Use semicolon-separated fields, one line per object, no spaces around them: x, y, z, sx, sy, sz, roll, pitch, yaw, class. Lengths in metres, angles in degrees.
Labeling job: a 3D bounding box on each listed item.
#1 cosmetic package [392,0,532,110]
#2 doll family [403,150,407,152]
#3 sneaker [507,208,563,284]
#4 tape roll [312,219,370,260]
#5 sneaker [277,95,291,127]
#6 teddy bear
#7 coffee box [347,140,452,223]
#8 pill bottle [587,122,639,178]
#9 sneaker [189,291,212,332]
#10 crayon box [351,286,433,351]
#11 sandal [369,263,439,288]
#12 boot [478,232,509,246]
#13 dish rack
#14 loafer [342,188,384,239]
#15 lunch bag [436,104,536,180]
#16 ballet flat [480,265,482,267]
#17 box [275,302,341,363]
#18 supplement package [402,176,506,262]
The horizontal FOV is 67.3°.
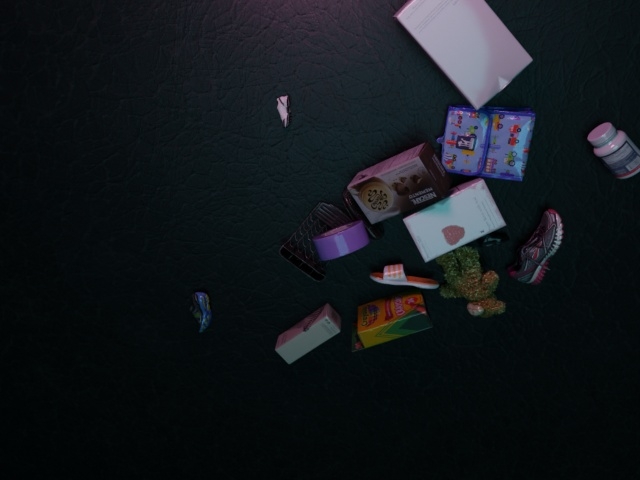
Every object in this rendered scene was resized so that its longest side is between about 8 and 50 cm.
0.431;-0.617;1.475;0.217;0.156;0.385;-40;106;19;cosmetic package
0.356;-0.235;1.689;0.111;0.076;0.193;-40;108;16;doll family
0.783;0.027;1.744;0.112;0.121;0.299;13;114;1;sneaker
0.072;-0.001;1.680;0.189;0.189;0.080;-21;96;12;tape roll
-0.126;-0.443;1.656;0.044;0.040;0.109;7;111;19;sneaker
0.550;0.161;1.787;0.245;0.113;0.337;-1;123;29;teddy bear
0.266;-0.190;1.628;0.297;0.118;0.168;-19;114;39;coffee box
0.978;-0.300;1.594;0.180;0.108;0.108;41;110;-13;pill bottle
-0.499;0.293;1.991;0.078;0.067;0.188;11;117;23;sneaker
0.256;0.301;1.855;0.319;0.202;0.081;-21;110;12;crayon box
0.322;0.127;1.835;0.266;0.102;0.076;6;101;4;sandal
0.630;-0.034;1.772;0.121;0.045;0.099;-13;106;8;boot
0.000;0.000;1.815;0.208;0.074;0.271;36;111;-12;dish rack
0.142;-0.089;1.761;0.220;0.080;0.078;57;150;-4;loafer
0.543;-0.336;1.618;0.294;0.138;0.220;7;115;14;lunch bag
0.606;0.160;1.851;0.058;0.049;0.173;-17;111;10;ballet flat
-0.049;0.380;1.963;0.275;0.113;0.094;-36;106;16;box
0.457;-0.076;1.676;0.293;0.175;0.177;-27;96;15;supplement package
